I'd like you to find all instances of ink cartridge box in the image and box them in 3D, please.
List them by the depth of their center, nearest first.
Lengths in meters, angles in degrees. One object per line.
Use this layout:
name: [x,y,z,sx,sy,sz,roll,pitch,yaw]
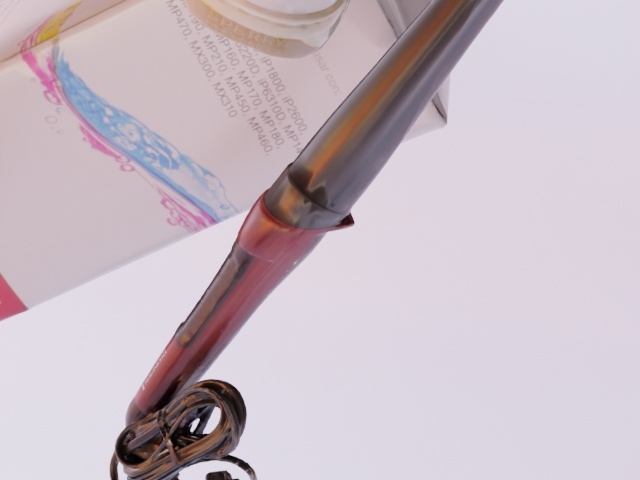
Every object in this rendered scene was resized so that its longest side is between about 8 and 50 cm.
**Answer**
ink cartridge box: [-0.091,-0.090,0.880,0.306,0.131,0.226,-21,-159,15]

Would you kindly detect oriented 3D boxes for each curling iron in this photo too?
curling iron: [0.000,0.000,0.635,0.068,0.274,0.035,42,-160,25]

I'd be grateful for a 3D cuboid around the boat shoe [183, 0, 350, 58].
boat shoe: [0.006,-0.125,0.492,0.063,0.059,0.170,21,-135,-9]
